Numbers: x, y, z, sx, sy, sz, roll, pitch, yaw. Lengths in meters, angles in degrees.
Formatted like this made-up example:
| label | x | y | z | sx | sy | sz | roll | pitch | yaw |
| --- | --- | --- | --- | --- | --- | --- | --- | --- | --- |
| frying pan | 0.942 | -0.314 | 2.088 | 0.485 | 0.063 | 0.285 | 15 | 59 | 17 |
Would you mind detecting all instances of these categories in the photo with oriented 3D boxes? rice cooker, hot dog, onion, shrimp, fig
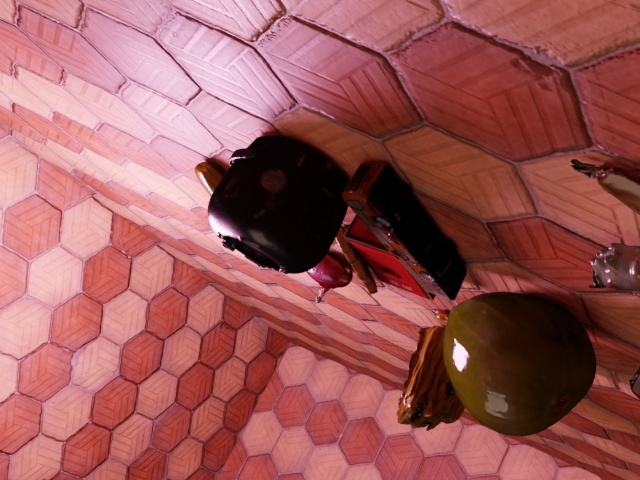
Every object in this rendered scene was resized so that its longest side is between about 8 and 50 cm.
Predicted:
| label | x | y | z | sx | sy | sz | roll | pitch | yaw |
| --- | --- | --- | --- | --- | --- | --- | --- | --- | --- |
| rice cooker | -0.085 | -0.065 | 1.402 | 0.267 | 0.224 | 0.267 | 27 | 167 | 7 |
| hot dog | 0.376 | 0.225 | 1.897 | 0.144 | 0.038 | 0.062 | 25 | 168 | 22 |
| onion | 0.011 | 0.110 | 1.979 | 0.150 | 0.140 | 0.150 | 28 | -178 | -1 |
| shrimp | 0.449 | 0.002 | 0.963 | 0.185 | 0.068 | 0.287 | 15 | 158 | 37 |
| fig | 0.394 | 0.236 | 1.470 | 0.316 | 0.316 | 0.316 | 27 | 165 | 8 |

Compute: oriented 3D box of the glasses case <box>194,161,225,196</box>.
| label | x | y | z | sx | sy | sz | roll | pitch | yaw |
| --- | --- | --- | --- | --- | --- | --- | --- | --- | --- |
| glasses case | -0.234 | -0.105 | 1.790 | 0.079 | 0.064 | 0.234 | 13 | 145 | 56 |

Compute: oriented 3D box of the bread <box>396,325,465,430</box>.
| label | x | y | z | sx | sy | sz | roll | pitch | yaw |
| --- | --- | --- | --- | --- | --- | --- | --- | --- | --- |
| bread | 0.357 | 0.436 | 2.148 | 0.191 | 0.314 | 0.370 | 16 | 158 | 11 |

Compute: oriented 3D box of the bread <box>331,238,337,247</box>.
| label | x | y | z | sx | sy | sz | roll | pitch | yaw |
| --- | --- | --- | --- | --- | --- | --- | --- | --- | --- |
| bread | 0.000 | 0.000 | 1.746 | 0.109 | 0.080 | 0.084 | 21 | 165 | 31 |

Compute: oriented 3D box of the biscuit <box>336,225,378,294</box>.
| label | x | y | z | sx | sy | sz | roll | pitch | yaw |
| --- | --- | --- | --- | --- | --- | --- | --- | --- | --- |
| biscuit | 0.082 | 0.037 | 1.674 | 0.144 | 0.040 | 0.236 | 60 | -178 | 30 |

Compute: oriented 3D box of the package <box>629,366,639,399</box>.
| label | x | y | z | sx | sy | sz | roll | pitch | yaw |
| --- | --- | --- | --- | --- | --- | --- | --- | --- | --- |
| package | 0.631 | 0.238 | 1.215 | 0.166 | 0.040 | 0.232 | 44 | 143 | 38 |

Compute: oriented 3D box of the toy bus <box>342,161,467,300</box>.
| label | x | y | z | sx | sy | sz | roll | pitch | yaw |
| --- | --- | --- | --- | --- | --- | --- | --- | --- | --- |
| toy bus | 0.176 | -0.009 | 1.376 | 0.092 | 0.093 | 0.409 | 17 | 160 | 42 |

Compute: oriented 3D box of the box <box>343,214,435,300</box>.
| label | x | y | z | sx | sy | sz | roll | pitch | yaw |
| --- | --- | --- | --- | --- | --- | --- | --- | --- | --- |
| box | 0.170 | 0.041 | 1.591 | 0.153 | 0.074 | 0.240 | 15 | 161 | 34 |
